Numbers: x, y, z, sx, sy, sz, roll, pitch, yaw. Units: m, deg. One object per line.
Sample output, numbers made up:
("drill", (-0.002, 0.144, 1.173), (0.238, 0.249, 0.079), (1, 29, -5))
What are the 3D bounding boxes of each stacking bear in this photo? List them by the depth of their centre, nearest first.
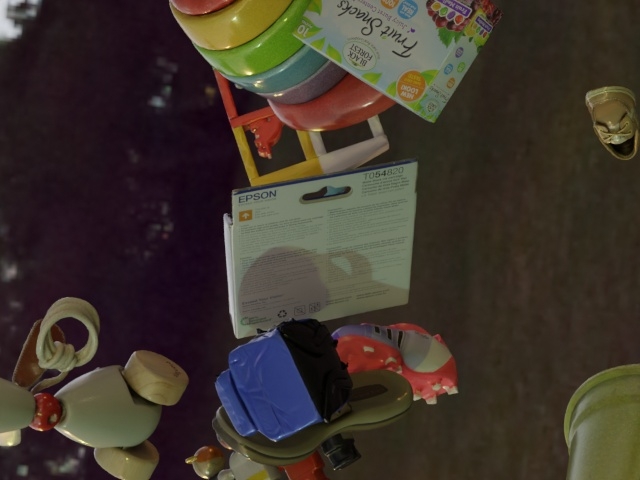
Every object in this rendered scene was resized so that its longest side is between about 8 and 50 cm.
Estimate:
("stacking bear", (-0.063, -0.233, 1.128), (0.289, 0.164, 0.175), (38, -148, -44))

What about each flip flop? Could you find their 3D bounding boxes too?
("flip flop", (-0.003, 0.180, 1.450), (0.112, 0.277, 0.080), (40, 128, 41))

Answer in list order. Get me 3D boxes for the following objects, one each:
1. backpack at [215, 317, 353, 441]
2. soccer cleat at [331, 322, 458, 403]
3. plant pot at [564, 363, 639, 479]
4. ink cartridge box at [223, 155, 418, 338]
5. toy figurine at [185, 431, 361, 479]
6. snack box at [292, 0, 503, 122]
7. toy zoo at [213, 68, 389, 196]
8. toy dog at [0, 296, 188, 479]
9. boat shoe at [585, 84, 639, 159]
("backpack", (-0.031, 0.121, 1.148), (0.098, 0.101, 0.120), (69, -159, 1))
("soccer cleat", (0.087, 0.138, 1.611), (0.083, 0.248, 0.095), (-33, 54, 28))
("plant pot", (0.445, 0.359, 1.786), (0.254, 0.276, 0.276), (-54, -20, -48))
("ink cartridge box", (0.000, 0.000, 1.470), (0.045, 0.223, 0.224), (-116, 21, -47))
("toy figurine", (-0.071, 0.302, 1.837), (0.148, 0.209, 0.213), (61, 152, 14))
("snack box", (0.057, -0.168, 0.992), (0.037, 0.141, 0.100), (21, -77, -54))
("toy zoo", (-0.030, -0.186, 1.711), (0.030, 0.192, 0.293), (76, 176, -77))
("toy dog", (-0.322, 0.186, 1.596), (0.220, 0.161, 0.334), (-51, -43, -6))
("boat shoe", (0.311, -0.123, 1.338), (0.135, 0.050, 0.045), (31, -129, -59))
